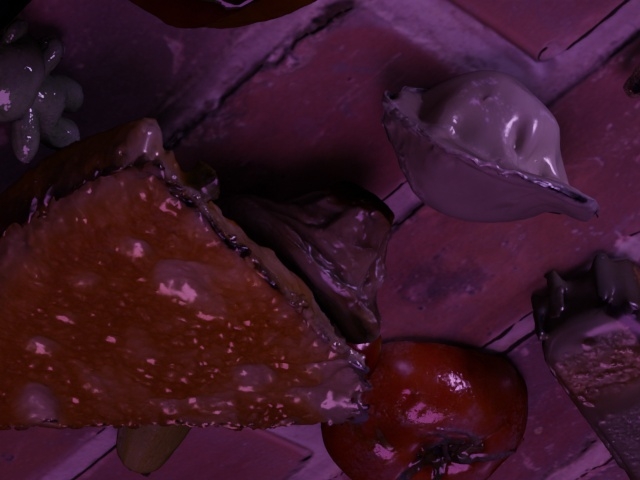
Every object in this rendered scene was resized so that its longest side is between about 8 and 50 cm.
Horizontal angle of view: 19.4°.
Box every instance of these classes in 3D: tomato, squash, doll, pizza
[{"bbox_3d":[0.022,0.119,1.945,0.087,0.075,0.087,-6,142,-5],"label":"tomato"},{"bbox_3d":[-0.173,0.197,2.002,0.094,0.094,0.224,5,143,-15],"label":"squash"},{"bbox_3d":[-0.254,-0.124,1.608,0.077,0.115,0.150,10,166,27],"label":"doll"},{"bbox_3d":[-0.178,0.038,1.692,0.434,0.080,0.392,-2,139,5],"label":"pizza"},{"bbox_3d":[0.116,0.207,2.043,0.236,0.095,0.237,-5,137,-5],"label":"tomato"}]

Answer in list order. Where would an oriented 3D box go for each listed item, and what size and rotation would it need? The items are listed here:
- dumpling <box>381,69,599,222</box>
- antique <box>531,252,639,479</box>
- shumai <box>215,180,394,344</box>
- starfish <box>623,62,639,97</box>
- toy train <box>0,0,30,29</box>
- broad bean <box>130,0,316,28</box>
[{"bbox_3d":[0.166,-0.072,1.695,0.247,0.172,0.142,22,99,-37],"label":"dumpling"},{"bbox_3d":[0.330,0.137,1.982,0.125,0.150,0.284,-26,127,20],"label":"antique"},{"bbox_3d":[0.000,0.000,1.785,0.120,0.201,0.201,-51,138,-16],"label":"shumai"},{"bbox_3d":[0.382,-0.185,1.681,0.238,0.071,0.216,-31,139,15],"label":"starfish"},{"bbox_3d":[-0.273,-0.204,1.558,0.207,0.047,0.043,-38,153,30],"label":"toy train"},{"bbox_3d":[-0.062,-0.251,1.491,0.228,0.122,0.156,-18,112,2],"label":"broad bean"}]
